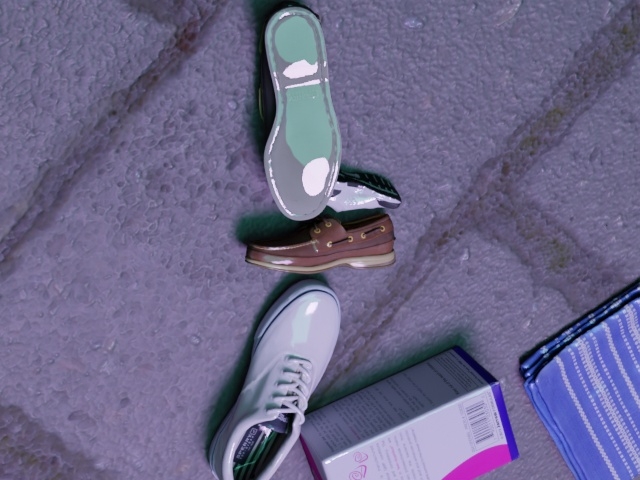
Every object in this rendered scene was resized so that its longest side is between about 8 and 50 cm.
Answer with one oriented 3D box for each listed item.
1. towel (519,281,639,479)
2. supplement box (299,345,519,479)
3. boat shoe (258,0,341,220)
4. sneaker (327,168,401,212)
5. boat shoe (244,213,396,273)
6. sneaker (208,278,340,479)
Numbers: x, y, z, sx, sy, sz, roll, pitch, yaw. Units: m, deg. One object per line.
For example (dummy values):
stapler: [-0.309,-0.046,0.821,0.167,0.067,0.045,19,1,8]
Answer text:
towel: [0.425,0.159,1.778,0.336,0.040,0.243,-34,117,-6]
supplement box: [0.098,0.228,1.644,0.220,0.114,0.111,-23,115,-12]
boat shoe: [-0.023,-0.136,1.497,0.081,0.068,0.227,-4,110,-6]
sneaker: [0.036,-0.051,1.571,0.109,0.040,0.043,13,120,-20]
boat shoe: [0.000,0.000,1.561,0.178,0.064,0.060,-4,104,-25]
sneaker: [-0.040,0.170,1.586,0.094,0.091,0.258,19,101,-24]
